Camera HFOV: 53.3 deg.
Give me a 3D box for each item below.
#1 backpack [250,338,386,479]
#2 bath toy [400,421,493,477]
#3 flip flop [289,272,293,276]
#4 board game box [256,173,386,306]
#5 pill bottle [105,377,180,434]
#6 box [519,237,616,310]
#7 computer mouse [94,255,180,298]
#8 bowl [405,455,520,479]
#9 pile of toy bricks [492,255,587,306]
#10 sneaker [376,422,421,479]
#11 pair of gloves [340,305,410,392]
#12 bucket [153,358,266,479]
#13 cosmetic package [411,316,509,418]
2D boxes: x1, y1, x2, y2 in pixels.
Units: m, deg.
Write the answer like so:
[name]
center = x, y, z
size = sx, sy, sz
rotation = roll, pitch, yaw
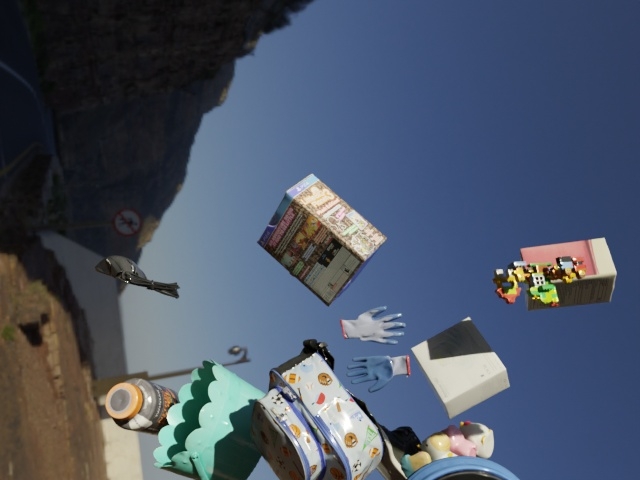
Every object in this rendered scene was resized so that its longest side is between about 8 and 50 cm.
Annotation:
[backpack]
center = -0.007, 0.382, 1.279
size = 0.263, 0.213, 0.277
rotation = 39, -32, 23
[bath toy]
center = 0.368, 0.596, 1.809
size = 0.128, 0.348, 0.152
rotation = -2, -87, 39
[flip flop]
center = -0.010, 0.027, 2.151
size = 0.277, 0.080, 0.112
rotation = -53, -170, 24
[board game box]
center = 0.000, 0.000, 1.849
size = 0.291, 0.141, 0.232
rotation = 42, -49, 7
[pill bottle]
center = -0.461, 0.434, 1.664
size = 0.246, 0.130, 0.131
rotation = 59, 15, -66
[box]
center = 0.687, 0.097, 1.793
size = 0.149, 0.232, 0.127
rotation = 70, 16, -50
[computer mouse]
center = -0.467, 0.089, 1.662
size = 0.262, 0.184, 0.060
rotation = 8, -102, 54
[bowl]
center = 0.343, 0.708, 1.483
size = 0.077, 0.390, 0.392
rotation = 109, -28, -81
[pile of toy bricks]
center = 0.521, 0.104, 1.482
size = 0.118, 0.212, 0.105
rotation = 126, -41, -67
[sneaker]
center = 0.196, 0.573, 1.848
size = 0.104, 0.147, 0.296
rotation = -19, -65, 35
[pair of gloves]
center = 0.131, 0.258, 1.512
size = 0.023, 0.159, 0.198
rotation = -1, 82, -73
[bucket]
center = -0.248, 0.442, 1.508
size = 0.281, 0.183, 0.281
rotation = -50, -161, 24
[cosmetic package]
center = 0.449, 0.411, 2.065
size = 0.224, 0.224, 0.138
rotation = 60, -1, 42
